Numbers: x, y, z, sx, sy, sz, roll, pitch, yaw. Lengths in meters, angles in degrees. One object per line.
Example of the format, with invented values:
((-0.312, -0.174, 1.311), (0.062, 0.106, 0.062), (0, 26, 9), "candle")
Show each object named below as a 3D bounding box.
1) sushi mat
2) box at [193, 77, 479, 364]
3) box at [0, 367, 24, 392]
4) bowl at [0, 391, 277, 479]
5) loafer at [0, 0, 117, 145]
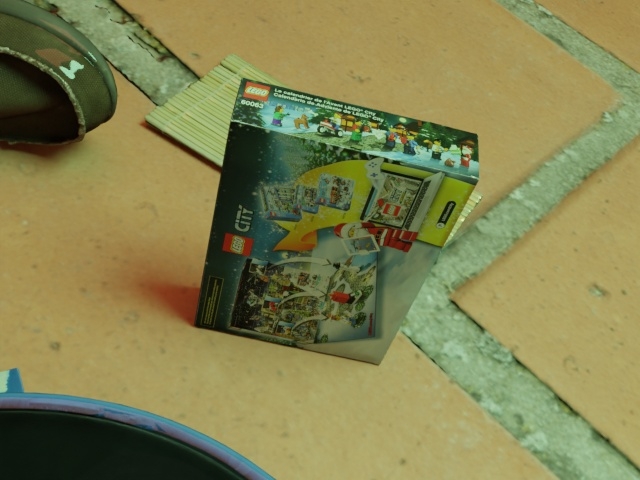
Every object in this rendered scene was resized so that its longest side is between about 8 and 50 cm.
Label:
((-0.005, -0.082, 0.804), (0.316, 0.019, 0.151), (31, 50, 11), "sushi mat")
((0.000, 0.000, 0.592), (0.159, 0.233, 0.044), (13, 49, -5), "box")
((-0.279, 0.139, 0.525), (0.178, 0.042, 0.109), (-13, 56, -24), "box")
((-0.131, 0.225, 0.301), (0.391, 0.077, 0.391), (9, 42, -8), "bowl")
((-0.356, -0.126, 0.681), (0.366, 0.134, 0.130), (7, 53, 3), "loafer")
